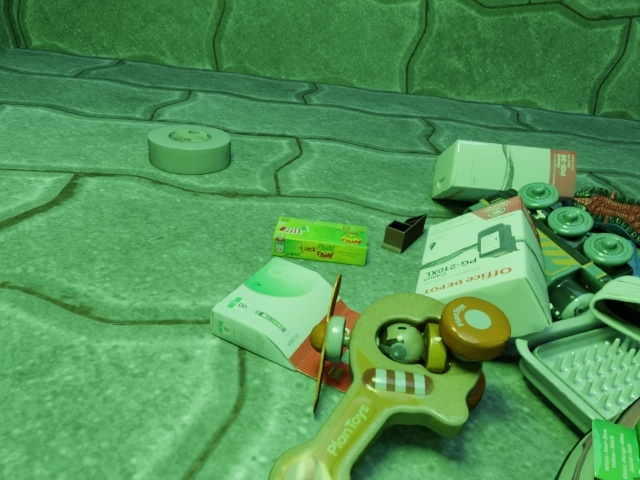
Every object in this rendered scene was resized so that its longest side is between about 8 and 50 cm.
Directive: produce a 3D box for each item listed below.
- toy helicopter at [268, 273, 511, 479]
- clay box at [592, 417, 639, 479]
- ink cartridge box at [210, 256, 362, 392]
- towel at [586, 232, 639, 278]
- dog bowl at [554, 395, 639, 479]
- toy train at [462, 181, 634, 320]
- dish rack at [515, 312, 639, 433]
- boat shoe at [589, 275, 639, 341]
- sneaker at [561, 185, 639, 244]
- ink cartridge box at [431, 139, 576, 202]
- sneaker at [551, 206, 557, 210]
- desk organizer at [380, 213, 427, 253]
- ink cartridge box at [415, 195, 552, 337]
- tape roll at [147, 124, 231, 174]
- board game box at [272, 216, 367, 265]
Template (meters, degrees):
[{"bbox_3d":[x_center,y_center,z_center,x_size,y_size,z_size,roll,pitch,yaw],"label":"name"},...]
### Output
[{"bbox_3d":[0.054,0.174,0.579,0.234,0.140,0.355,27,44,25],"label":"toy helicopter"},{"bbox_3d":[0.300,0.182,0.302,0.221,0.053,0.127,9,43,18],"label":"clay box"},{"bbox_3d":[-0.024,0.117,0.742,0.224,0.056,0.181,17,31,21],"label":"ink cartridge box"},{"bbox_3d":[0.532,0.002,1.090,0.335,0.040,0.243,19,30,21],"label":"towel"},{"bbox_3d":[0.391,0.264,0.347,0.407,0.150,0.408,-5,40,5],"label":"dog bowl"},{"bbox_3d":[0.419,0.020,0.916,0.190,0.142,0.334,-24,44,-8],"label":"toy train"},{"bbox_3d":[0.448,0.224,0.629,0.285,0.072,0.333,-8,32,-23],"label":"dish rack"},{"bbox_3d":[0.507,0.128,0.652,0.088,0.096,0.267,-19,35,-33],"label":"boat shoe"},{"bbox_3d":[0.714,-0.063,1.175,0.261,0.104,0.125,24,2,-1],"label":"sneaker"},{"bbox_3d":[0.439,-0.157,1.192,0.282,0.117,0.207,6,-3,-1],"label":"ink cartridge box"},{"bbox_3d":[0.527,-0.043,1.084,0.076,0.065,0.166,10,27,-1],"label":"sneaker"},{"bbox_3d":[0.183,-0.023,1.044,0.047,0.050,0.130,22,32,25],"label":"desk organizer"},{"bbox_3d":[0.259,0.048,0.778,0.171,0.100,0.237,-21,23,30],"label":"ink cartridge box"},{"bbox_3d":[-0.356,-0.253,1.324,0.219,0.072,0.219,5,28,-2],"label":"tape roll"},{"bbox_3d":[0.000,0.000,0.969,0.181,0.043,0.092,6,29,0],"label":"board game box"}]
